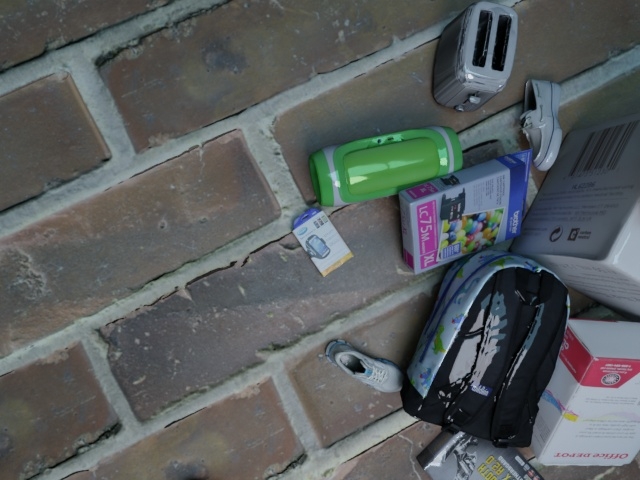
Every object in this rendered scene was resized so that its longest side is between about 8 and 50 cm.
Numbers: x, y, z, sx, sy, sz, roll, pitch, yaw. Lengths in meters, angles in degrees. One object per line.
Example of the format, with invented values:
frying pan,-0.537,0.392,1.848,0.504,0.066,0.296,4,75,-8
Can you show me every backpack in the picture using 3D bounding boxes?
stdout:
backpack,0.347,0.195,0.982,0.290,0.273,0.356,16,110,-6

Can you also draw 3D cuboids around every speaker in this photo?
speaker,0.132,-0.154,0.987,0.296,0.131,0.131,-12,94,-7

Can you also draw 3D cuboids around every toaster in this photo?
toaster,0.323,-0.389,0.993,0.129,0.146,0.227,10,90,-9

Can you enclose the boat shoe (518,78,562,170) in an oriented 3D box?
boat shoe,0.468,-0.253,1.038,0.075,0.083,0.226,16,63,-1

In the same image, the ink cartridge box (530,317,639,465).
ink cartridge box,0.580,0.321,1.000,0.226,0.131,0.306,5,121,-7

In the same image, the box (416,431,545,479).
box,0.359,0.514,1.074,0.183,0.056,0.231,-42,96,-5

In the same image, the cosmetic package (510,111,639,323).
cosmetic package,0.690,-0.018,0.963,0.393,0.329,0.327,28,88,-7

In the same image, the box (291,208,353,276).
box,0.000,0.000,1.024,0.081,0.028,0.136,-34,94,-5

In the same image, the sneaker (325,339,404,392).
sneaker,0.102,0.280,1.019,0.190,0.083,0.071,25,87,-9

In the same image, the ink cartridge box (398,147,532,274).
ink cartridge box,0.318,-0.061,0.999,0.311,0.065,0.186,-21,127,-12
